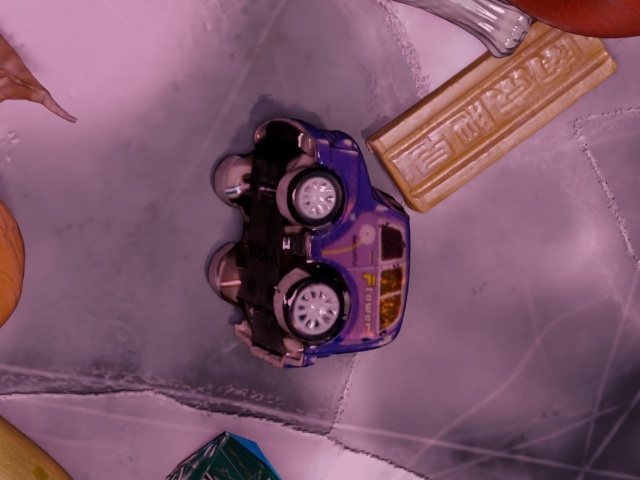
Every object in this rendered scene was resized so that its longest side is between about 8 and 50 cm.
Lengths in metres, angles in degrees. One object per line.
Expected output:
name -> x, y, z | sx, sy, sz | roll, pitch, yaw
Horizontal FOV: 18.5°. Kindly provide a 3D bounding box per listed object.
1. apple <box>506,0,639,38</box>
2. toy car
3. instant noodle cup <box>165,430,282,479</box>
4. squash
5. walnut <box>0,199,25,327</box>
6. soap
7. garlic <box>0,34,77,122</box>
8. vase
apple -> 0.269, -0.351, 1.771 | 0.348, 0.348, 0.277 | 43, 72, -16
toy car -> 0.000, 0.000, 1.891 | 0.158, 0.172, 0.235 | -1, 100, -28
instant noodle cup -> -0.080, 0.335, 1.913 | 0.240, 0.240, 0.178 | -47, 114, 0
squash -> -0.289, 0.262, 1.898 | 0.123, 0.123, 0.186 | -46, 106, 0
walnut -> -0.379, 0.010, 1.794 | 0.221, 0.195, 0.195 | 41, 91, -9
soap -> 0.170, -0.135, 1.955 | 0.252, 0.037, 0.092 | -37, 105, -3
garlic -> -0.396, -0.146, 1.756 | 0.338, 0.196, 0.151 | 6, 116, -16
vase -> 0.131, -0.234, 1.892 | 0.148, 0.081, 0.081 | 29, 94, -7
